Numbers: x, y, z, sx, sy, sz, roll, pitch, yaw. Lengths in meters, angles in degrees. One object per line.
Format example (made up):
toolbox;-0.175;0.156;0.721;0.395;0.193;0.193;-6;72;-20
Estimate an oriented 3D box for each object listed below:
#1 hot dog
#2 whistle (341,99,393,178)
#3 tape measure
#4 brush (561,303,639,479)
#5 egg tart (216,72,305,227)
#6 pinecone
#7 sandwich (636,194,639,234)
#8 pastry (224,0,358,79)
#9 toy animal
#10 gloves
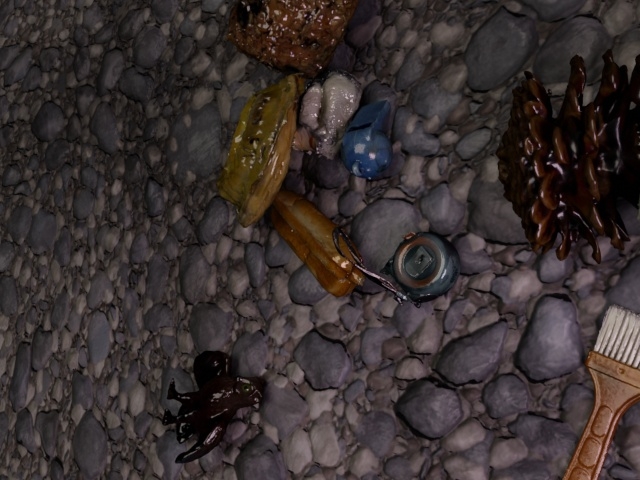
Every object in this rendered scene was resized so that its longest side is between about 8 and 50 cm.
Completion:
hot dog;0.000;0.000;1.083;0.249;0.076;0.102;47;144;39
whistle;0.080;-0.152;1.073;0.090;0.090;0.157;-12;32;33
tape measure;0.113;0.021;0.942;0.107;0.180;0.104;-50;39;16
brush;0.340;0.236;0.814;0.090;0.017;0.314;22;91;40
egg tart;-0.103;-0.155;1.105;0.279;0.095;0.278;-162;90;-79
pinecone;0.350;-0.103;0.764;0.292;0.246;0.246;-14;70;21
sandwich;0.459;-0.035;0.619;0.262;0.326;0.131;-53;16;15
pastry;-0.027;-0.385;1.143;0.275;0.193;0.275;-36;17;13
toy animal;-0.177;0.280;1.141;0.180;0.116;0.218;-8;41;6
gloves;0.010;-0.217;1.133;0.114;0.070;0.153;24;99;41
